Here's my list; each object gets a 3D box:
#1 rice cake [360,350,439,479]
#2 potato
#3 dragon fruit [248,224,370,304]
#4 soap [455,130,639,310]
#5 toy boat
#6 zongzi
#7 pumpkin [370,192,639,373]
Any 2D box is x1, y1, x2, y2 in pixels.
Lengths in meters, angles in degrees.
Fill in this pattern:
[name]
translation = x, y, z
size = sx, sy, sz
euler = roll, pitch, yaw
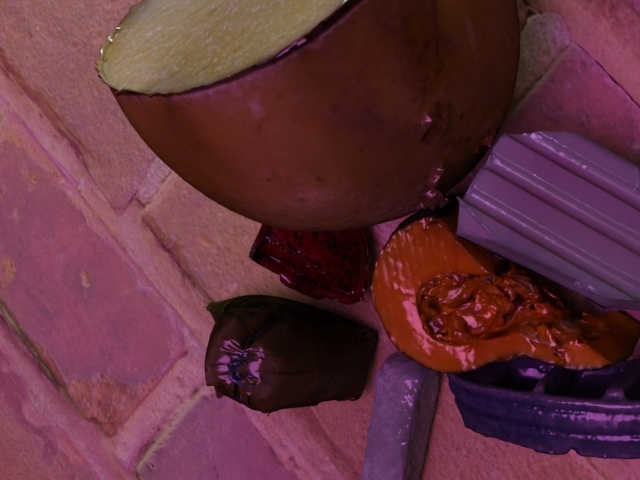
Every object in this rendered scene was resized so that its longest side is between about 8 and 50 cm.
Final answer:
[rice cake]
translation = 0.096, 0.236, 1.475
size = 0.069, 0.063, 0.206
euler = 23, 113, 31
[potato]
translation = 0.014, -0.181, 1.293
size = 0.442, 0.385, 0.319
euler = 0, 137, 43
[dragon fruit]
translation = -0.001, 0.000, 1.486
size = 0.161, 0.120, 0.127
euler = 35, 78, -4
[soap]
translation = 0.260, -0.020, 1.215
size = 0.230, 0.091, 0.145
euler = 30, 79, 6
[toy boat]
translation = 0.268, 0.173, 1.303
size = 0.283, 0.127, 0.078
euler = 0, 107, 33
[zongzi]
translation = -0.104, 0.120, 1.476
size = 0.274, 0.251, 0.125
euler = 20, 97, 31
[pumpkin]
translation = 0.200, 0.042, 1.313
size = 0.280, 0.139, 0.190
euler = -4, 99, 34
